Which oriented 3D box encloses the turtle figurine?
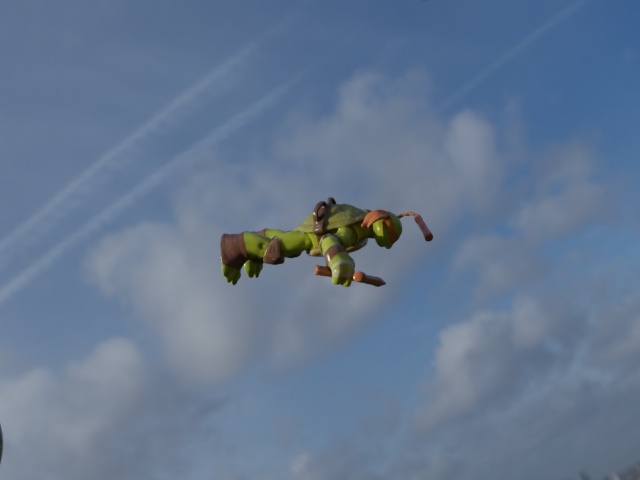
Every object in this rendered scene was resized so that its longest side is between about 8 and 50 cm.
[{"bbox_3d":[0.000,0.000,1.431,0.217,0.087,0.269,-10,15,18],"label":"turtle figurine"}]

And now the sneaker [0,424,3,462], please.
[{"bbox_3d":[-0.243,0.147,0.692,0.111,0.103,0.252,-35,6,28],"label":"sneaker"}]
